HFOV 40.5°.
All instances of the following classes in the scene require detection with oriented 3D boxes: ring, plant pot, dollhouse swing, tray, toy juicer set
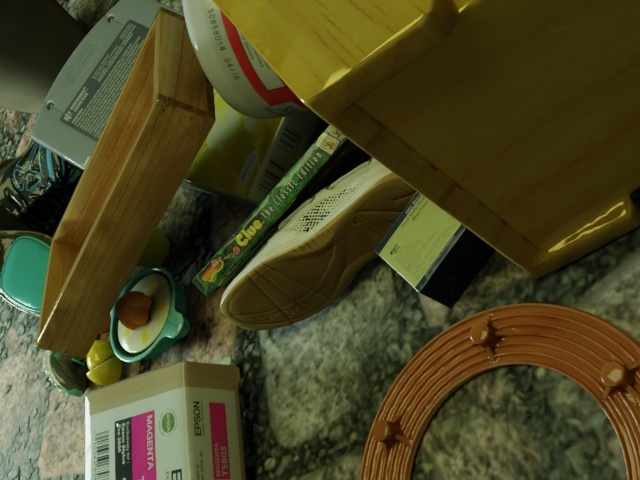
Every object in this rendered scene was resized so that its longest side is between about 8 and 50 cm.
[{"bbox_3d":[0.158,0.212,0.754,0.336,0.032,0.336,-22,56,37],"label":"ring"},{"bbox_3d":[-0.603,-0.378,1.637,0.323,0.280,0.323,-23,54,35],"label":"plant pot"},{"bbox_3d":[0.158,-0.182,0.724,0.305,0.347,0.315,-49,44,12],"label":"dollhouse swing"},{"bbox_3d":[-0.247,-0.061,1.083,0.411,0.076,0.203,-54,30,33],"label":"tray"},{"bbox_3d":[-0.253,0.128,1.165,0.209,0.089,0.329,-51,43,12],"label":"toy juicer set"}]

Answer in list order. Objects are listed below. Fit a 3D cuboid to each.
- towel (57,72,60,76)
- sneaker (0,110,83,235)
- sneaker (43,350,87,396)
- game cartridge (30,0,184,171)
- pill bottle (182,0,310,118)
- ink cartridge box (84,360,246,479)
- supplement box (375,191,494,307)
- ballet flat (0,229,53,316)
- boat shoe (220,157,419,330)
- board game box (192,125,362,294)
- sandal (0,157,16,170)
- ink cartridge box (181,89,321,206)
[{"bbox_3d":[-0.404,-0.303,1.560,0.110,0.027,0.148,-39,38,-22],"label":"towel"},{"bbox_3d":[-0.470,-0.094,1.472,0.140,0.125,0.341,23,87,47],"label":"sneaker"},{"bbox_3d":[-0.366,0.154,1.287,0.076,0.065,0.166,-41,47,17],"label":"sneaker"},{"bbox_3d":[-0.326,-0.252,1.395,0.198,0.062,0.297,29,82,31],"label":"game cartridge"},{"bbox_3d":[0.077,-0.276,0.918,0.408,0.229,0.229,-9,63,28],"label":"pill bottle"},{"bbox_3d":[-0.179,0.272,0.992,0.193,0.088,0.234,-23,63,36],"label":"ink cartridge box"},{"bbox_3d":[0.117,0.007,0.883,0.083,0.056,0.083,-55,42,8],"label":"supplement box"},{"bbox_3d":[-0.466,0.041,1.354,0.348,0.123,0.123,14,79,27],"label":"ballet flat"},{"bbox_3d":[0.000,0.000,0.984,0.277,0.098,0.096,-36,33,19],"label":"boat shoe"},{"bbox_3d":[-0.037,-0.044,1.018,0.030,0.136,0.259,44,106,4],"label":"board game box"},{"bbox_3d":[-0.589,-0.035,1.589,0.079,0.088,0.240,-26,59,31],"label":"sandal"},{"bbox_3d":[-0.108,-0.208,1.216,0.307,0.072,0.303,16,82,46],"label":"ink cartridge box"}]
